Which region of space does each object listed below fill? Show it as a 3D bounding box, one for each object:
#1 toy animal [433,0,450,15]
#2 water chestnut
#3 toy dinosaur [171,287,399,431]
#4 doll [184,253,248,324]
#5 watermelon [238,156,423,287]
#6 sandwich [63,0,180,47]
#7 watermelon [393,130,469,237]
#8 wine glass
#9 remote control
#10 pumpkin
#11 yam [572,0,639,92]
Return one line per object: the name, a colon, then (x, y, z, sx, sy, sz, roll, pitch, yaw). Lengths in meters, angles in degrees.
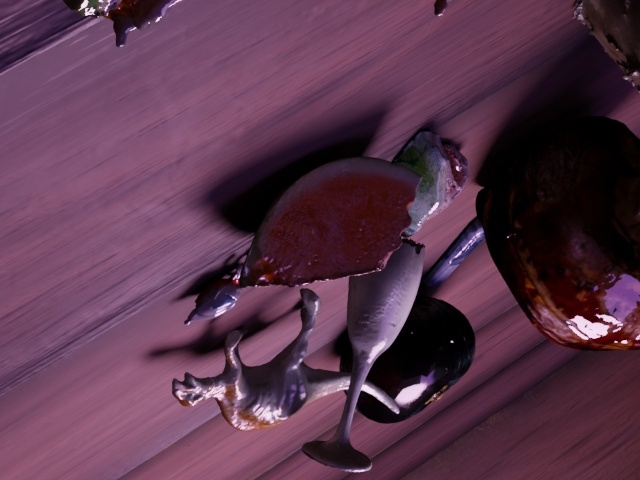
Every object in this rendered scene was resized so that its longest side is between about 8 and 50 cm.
toy animal: (0.171, -0.300, 0.951, 0.170, 0.090, 0.255, -28, 155, -13)
water chestnut: (0.400, -0.023, 1.537, 0.335, 0.335, 0.347, -13, 165, -47)
toy dinosaur: (-0.035, 0.175, 1.530, 0.393, 0.092, 0.205, 31, 79, -46)
doll: (-0.114, 0.064, 1.322, 0.114, 0.039, 0.057, -44, -166, -11)
watermelon: (-0.009, -0.015, 1.265, 0.231, 0.128, 0.146, -9, 177, -25)
sandwich: (-0.093, -0.209, 0.691, 0.185, 0.109, 0.160, -40, 157, 8)
watermelon: (0.145, -0.071, 1.413, 0.139, 0.071, 0.187, -29, 158, -31)
wine glass: (-0.002, 0.133, 1.427, 0.264, 0.096, 0.309, 9, 99, -41)
remote control: (0.217, 0.019, 1.766, 0.043, 0.027, 0.152, -20, 156, -46)
pumpkin: (0.142, 0.192, 1.819, 0.233, 0.163, 0.233, -32, 161, -13)
yam: (0.468, -0.214, 1.254, 0.241, 0.348, 0.241, -29, 151, -18)
